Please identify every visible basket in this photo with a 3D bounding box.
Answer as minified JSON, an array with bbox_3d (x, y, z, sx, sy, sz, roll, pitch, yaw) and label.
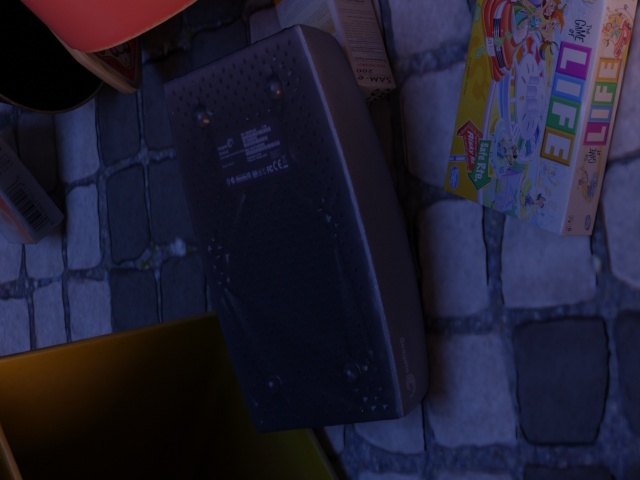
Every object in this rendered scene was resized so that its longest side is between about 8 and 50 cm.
[{"bbox_3d":[-0.305,-0.208,1.321,0.227,0.154,0.204,4,122,58],"label":"basket"}]

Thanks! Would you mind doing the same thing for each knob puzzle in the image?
[{"bbox_3d":[-0.186,-0.209,1.167,0.030,0.213,0.213,-24,68,17],"label":"knob puzzle"}]

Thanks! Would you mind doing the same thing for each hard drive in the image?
[{"bbox_3d":[-0.014,-0.004,0.974,0.172,0.054,0.254,-15,90,49],"label":"hard drive"}]

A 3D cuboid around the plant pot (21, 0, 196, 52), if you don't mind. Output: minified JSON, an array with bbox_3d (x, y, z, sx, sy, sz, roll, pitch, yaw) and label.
[{"bbox_3d":[-0.162,-0.280,0.995,0.275,0.275,0.243,1,132,54],"label":"plant pot"}]

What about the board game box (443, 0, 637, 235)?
[{"bbox_3d":[0.126,-0.090,0.842,0.103,0.026,0.154,25,111,50],"label":"board game box"}]

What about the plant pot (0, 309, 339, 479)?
[{"bbox_3d":[-0.124,0.204,1.061,0.212,0.212,0.187,59,148,34],"label":"plant pot"}]

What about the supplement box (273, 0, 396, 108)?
[{"bbox_3d":[0.009,-0.134,0.991,0.062,0.036,0.098,-34,64,48],"label":"supplement box"}]

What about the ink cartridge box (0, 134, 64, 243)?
[{"bbox_3d":[-0.336,-0.063,1.392,0.179,0.045,0.145,-3,128,53],"label":"ink cartridge box"}]
